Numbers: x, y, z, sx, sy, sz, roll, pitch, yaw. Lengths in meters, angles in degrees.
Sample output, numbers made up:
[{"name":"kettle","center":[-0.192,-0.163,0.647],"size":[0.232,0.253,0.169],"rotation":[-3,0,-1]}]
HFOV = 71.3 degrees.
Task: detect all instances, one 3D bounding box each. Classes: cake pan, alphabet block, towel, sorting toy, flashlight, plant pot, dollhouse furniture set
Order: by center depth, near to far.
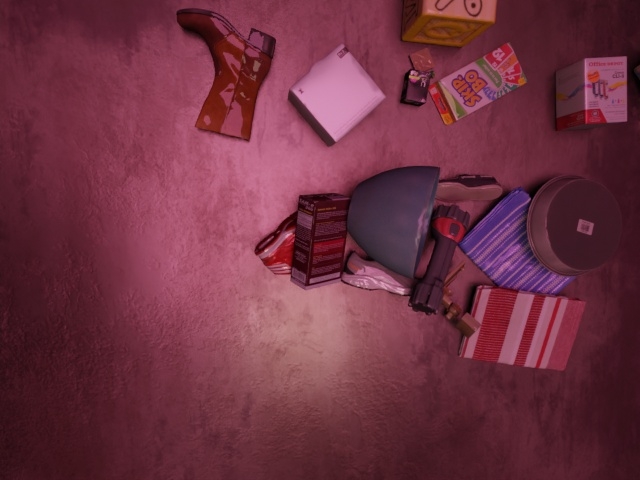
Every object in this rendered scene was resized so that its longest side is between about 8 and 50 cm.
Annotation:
[{"name":"alphabet block","center":[0.328,-0.634,1.145],"size":[0.192,0.193,0.197],"rotation":[4,95,-6]},{"name":"plant pot","center":[0.181,-0.065,1.162],"size":[0.195,0.290,0.290],"rotation":[14,94,16]},{"name":"flashlight","center":[0.316,0.051,1.207],"size":[0.103,0.103,0.304],"rotation":[44,63,-45]},{"name":"sorting toy","center":[0.288,-0.488,1.244],"size":[0.062,0.012,0.083],"rotation":[-24,94,-9]},{"name":"cake pan","center":[0.719,-0.042,1.248],"size":[0.293,0.054,0.293],"rotation":[0,91,-13]},{"name":"dollhouse furniture set","center":[0.410,0.168,1.258],"size":[0.123,0.144,0.151],"rotation":[-42,68,-10]},{"name":"towel","center":[0.596,0.037,1.300],"size":[0.336,0.040,0.243],"rotation":[43,101,-8]},{"name":"towel","center":[0.594,0.262,1.325],"size":[0.329,0.037,0.237],"rotation":[8,104,-4]}]

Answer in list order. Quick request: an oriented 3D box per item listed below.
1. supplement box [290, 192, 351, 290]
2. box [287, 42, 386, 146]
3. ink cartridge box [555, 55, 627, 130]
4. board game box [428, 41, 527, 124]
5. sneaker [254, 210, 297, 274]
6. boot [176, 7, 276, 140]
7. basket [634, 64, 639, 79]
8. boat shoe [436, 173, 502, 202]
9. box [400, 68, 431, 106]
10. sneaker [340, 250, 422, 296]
[{"name":"supplement box","center":[0.000,0.000,1.176],"size":[0.130,0.073,0.239],"rotation":[-8,114,-41]},{"name":"box","center":[0.039,-0.376,1.173],"size":[0.181,0.119,0.182],"rotation":[-42,98,-1]},{"name":"ink cartridge box","center":[0.755,-0.408,1.249],"size":[0.128,0.127,0.176],"rotation":[-5,95,-6]},{"name":"board game box","center":[0.443,-0.440,1.259],"size":[0.259,0.039,0.124],"rotation":[-29,97,0]},{"name":"sneaker","center":[-0.064,0.007,1.233],"size":[0.221,0.087,0.128],"rotation":[-36,118,-6]},{"name":"boot","center":[-0.275,-0.428,1.165],"size":[0.264,0.096,0.280],"rotation":[17,101,-16]},{"name":"basket","center":[1.051,-0.436,1.219],"size":[0.201,0.255,0.289],"rotation":[-31,87,-5]},{"name":"boat shoe","center":[0.410,-0.156,1.279],"size":[0.206,0.075,0.065],"rotation":[1,52,-2]},{"name":"box","center":[0.261,-0.419,1.228],"size":[0.062,0.052,0.083],"rotation":[9,95,-6]},{"name":"sneaker","center":[0.196,0.095,1.250],"size":[0.271,0.100,0.108],"rotation":[11,88,-8]}]
